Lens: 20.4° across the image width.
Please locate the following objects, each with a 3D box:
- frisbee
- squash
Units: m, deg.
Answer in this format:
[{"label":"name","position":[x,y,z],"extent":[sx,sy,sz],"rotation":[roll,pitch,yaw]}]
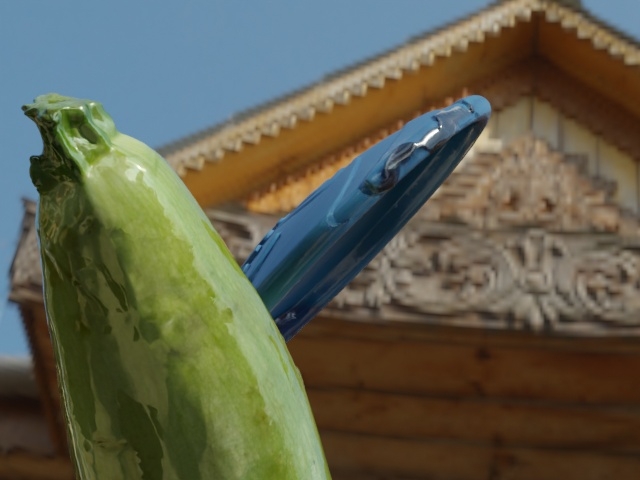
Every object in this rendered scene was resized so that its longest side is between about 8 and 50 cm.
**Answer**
[{"label":"frisbee","position":[0.000,0.000,0.992],"extent":[0.045,0.242,0.242],"rotation":[46,-51,7]},{"label":"squash","position":[-0.051,0.101,0.779],"extent":[0.118,0.118,0.370],"rotation":[-5,-63,12]}]
